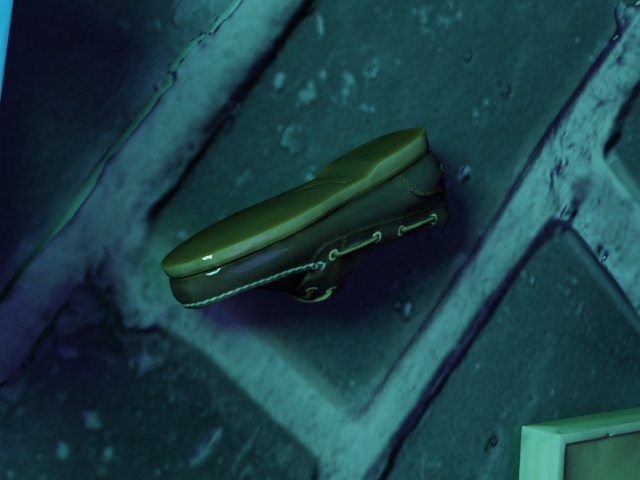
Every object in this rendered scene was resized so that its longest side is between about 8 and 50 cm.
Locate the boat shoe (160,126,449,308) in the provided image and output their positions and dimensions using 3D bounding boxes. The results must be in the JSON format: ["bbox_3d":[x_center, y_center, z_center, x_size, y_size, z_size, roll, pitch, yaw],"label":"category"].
[{"bbox_3d":[0.000,0.000,0.987,0.207,0.073,0.073,-27,108,-31],"label":"boat shoe"}]

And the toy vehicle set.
[{"bbox_3d":[0.207,0.258,1.181,0.166,0.035,0.267,-1,96,-41],"label":"toy vehicle set"}]

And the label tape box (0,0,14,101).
[{"bbox_3d":[-0.310,-0.105,0.705,0.333,0.106,0.241,9,86,-31],"label":"label tape box"}]
